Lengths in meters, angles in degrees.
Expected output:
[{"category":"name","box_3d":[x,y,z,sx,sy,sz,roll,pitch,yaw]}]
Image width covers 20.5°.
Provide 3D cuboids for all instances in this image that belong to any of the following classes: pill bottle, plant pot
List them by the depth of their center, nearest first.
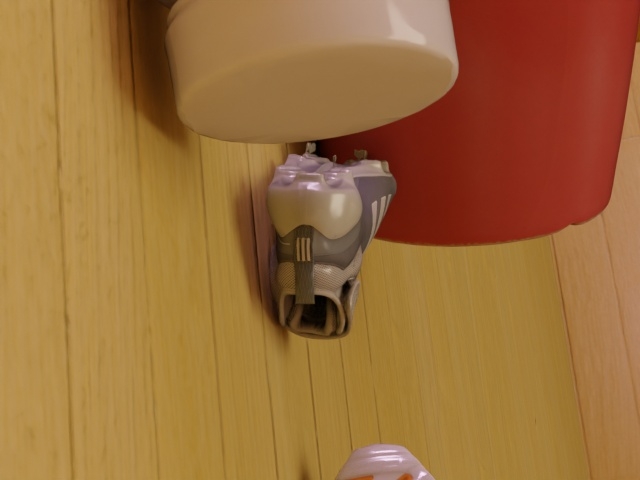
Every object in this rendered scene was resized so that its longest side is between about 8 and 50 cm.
[{"category":"pill bottle","box_3d":[-0.020,-0.203,0.864,0.161,0.161,0.283,41,39,-72]},{"category":"plant pot","box_3d":[0.097,-0.138,1.208,0.275,0.275,0.243,-66,154,-71]}]

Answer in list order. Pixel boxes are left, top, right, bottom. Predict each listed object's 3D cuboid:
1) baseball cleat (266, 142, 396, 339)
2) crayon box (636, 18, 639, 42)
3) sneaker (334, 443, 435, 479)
[{"category":"baseball cleat","box_3d":[0.000,0.000,1.056,0.206,0.072,0.109,-23,118,-77]},{"category":"crayon box","box_3d":[0.210,-0.276,1.673,0.081,0.319,0.202,-71,147,-69]},{"category":"sneaker","box_3d":[0.041,0.223,0.997,0.083,0.084,0.215,93,-8,-81]}]
